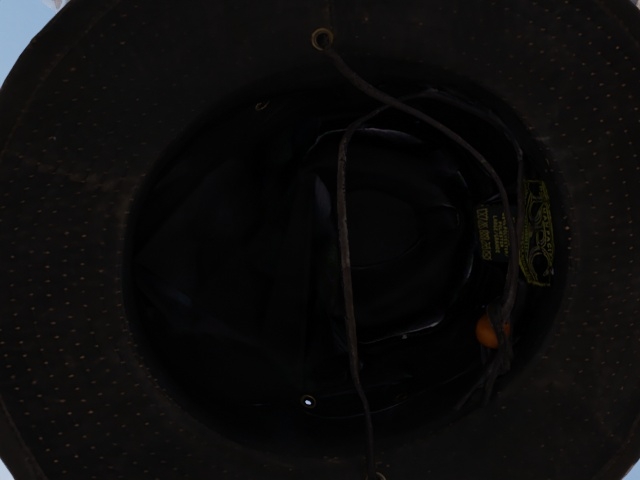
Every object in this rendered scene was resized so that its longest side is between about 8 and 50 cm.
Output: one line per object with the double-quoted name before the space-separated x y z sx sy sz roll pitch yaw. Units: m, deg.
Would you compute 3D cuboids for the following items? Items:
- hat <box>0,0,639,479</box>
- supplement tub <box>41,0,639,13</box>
"hat" 0.000 0.000 0.645 0.331 0.134 0.331 -2 -80 -13
"supplement tub" 0.016 -0.134 0.829 0.325 0.235 0.235 35 -89 -4
